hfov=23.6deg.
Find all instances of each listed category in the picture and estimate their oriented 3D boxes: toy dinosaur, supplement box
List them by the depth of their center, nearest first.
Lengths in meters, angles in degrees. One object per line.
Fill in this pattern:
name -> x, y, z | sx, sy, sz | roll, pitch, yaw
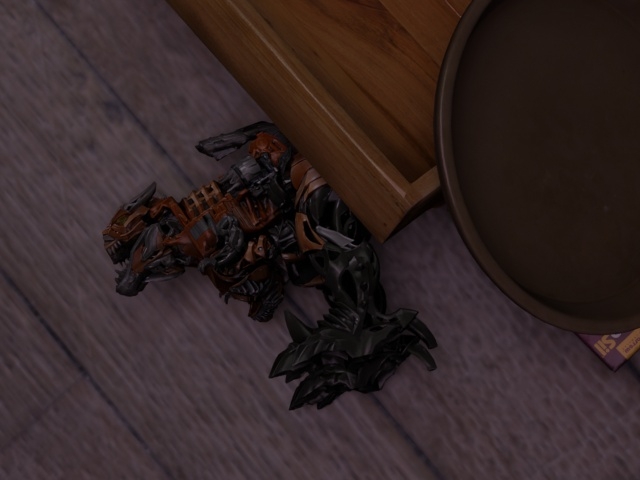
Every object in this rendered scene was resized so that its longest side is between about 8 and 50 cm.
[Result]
toy dinosaur -> 0.000, 0.000, 1.161 | 0.322, 0.164, 0.218 | -20, 70, 23
supplement box -> 0.213, 0.053, 1.166 | 0.083, 0.043, 0.055 | 45, 96, 8

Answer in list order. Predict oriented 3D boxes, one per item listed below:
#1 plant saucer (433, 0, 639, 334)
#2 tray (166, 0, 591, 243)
plant saucer -> 0.187, -0.070, 1.100 | 0.278, 0.041, 0.278 | 4, 83, -32
tray -> -0.012, -0.214, 1.148 | 0.203, 0.076, 0.411 | -37, 82, -29
